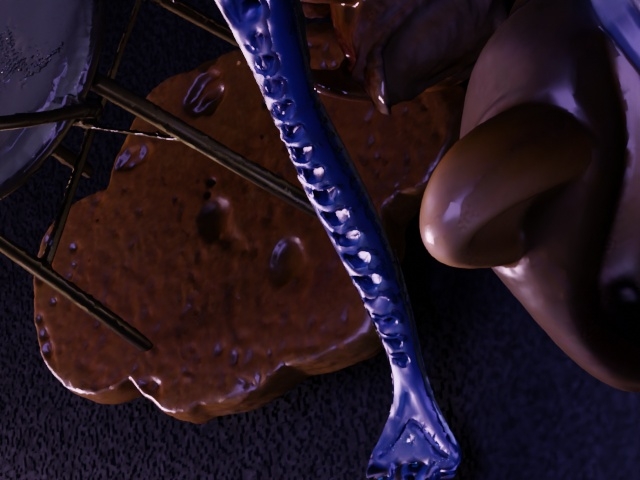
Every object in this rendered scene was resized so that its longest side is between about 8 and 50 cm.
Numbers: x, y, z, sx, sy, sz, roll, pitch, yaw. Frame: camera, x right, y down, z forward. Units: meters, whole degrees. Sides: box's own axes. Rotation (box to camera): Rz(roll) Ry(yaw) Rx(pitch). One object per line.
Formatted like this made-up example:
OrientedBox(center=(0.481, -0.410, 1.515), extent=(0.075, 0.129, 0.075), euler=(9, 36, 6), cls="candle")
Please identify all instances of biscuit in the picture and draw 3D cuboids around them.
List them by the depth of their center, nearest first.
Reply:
OrientedBox(center=(-0.039, -0.009, 0.880), extent=(0.290, 0.041, 0.208), euler=(-24, 60, 27), cls="biscuit")

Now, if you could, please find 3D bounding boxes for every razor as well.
OrientedBox(center=(0.007, -0.004, 0.752), extent=(0.093, 0.056, 0.324), euler=(-7, 105, 39), cls="razor")

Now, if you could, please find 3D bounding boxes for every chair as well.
OrientedBox(center=(-0.148, -0.071, 0.748), extent=(0.160, 0.326, 0.170), euler=(-37, 54, 20), cls="chair")

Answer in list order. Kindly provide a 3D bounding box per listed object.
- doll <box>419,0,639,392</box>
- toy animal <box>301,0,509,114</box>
OrientedBox(center=(0.209, -0.065, 0.610), extent=(0.340, 0.209, 0.318), euler=(-36, 22, 24), cls="doll")
OrientedBox(center=(0.029, -0.109, 0.790), extent=(0.179, 0.188, 0.089), euler=(1, 119, 28), cls="toy animal")
